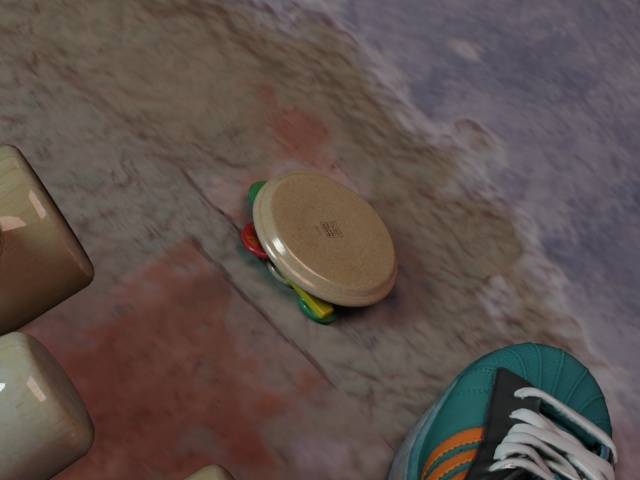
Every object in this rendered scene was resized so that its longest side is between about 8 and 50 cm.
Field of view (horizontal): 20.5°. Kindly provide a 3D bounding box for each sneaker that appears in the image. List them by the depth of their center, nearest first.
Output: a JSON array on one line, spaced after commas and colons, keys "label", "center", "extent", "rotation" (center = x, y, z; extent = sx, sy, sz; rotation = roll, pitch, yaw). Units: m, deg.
[{"label": "sneaker", "center": [0.084, 0.130, 0.718], "extent": [0.108, 0.121, 0.302], "rotation": [35, 39, -6]}]

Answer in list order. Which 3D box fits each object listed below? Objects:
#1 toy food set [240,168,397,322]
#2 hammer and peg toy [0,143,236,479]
[{"label": "toy food set", "center": [0.000, 0.000, 0.857], "extent": [0.083, 0.020, 0.082], "rotation": [51, 40, 13]}, {"label": "hammer and peg toy", "center": [-0.082, 0.122, 0.500], "extent": [0.361, 0.127, 0.266], "rotation": [58, 1, 20]}]
